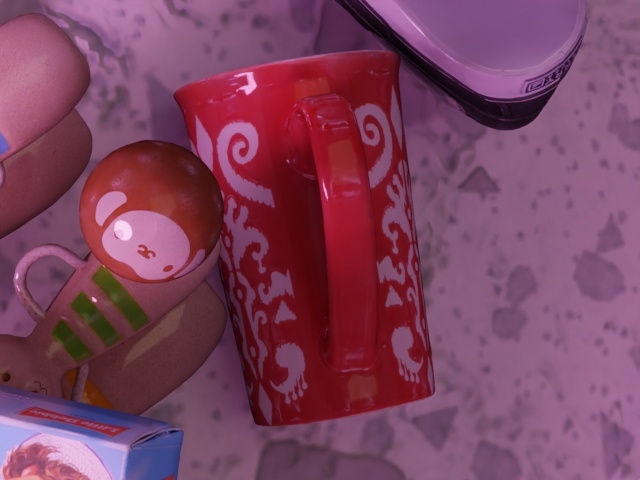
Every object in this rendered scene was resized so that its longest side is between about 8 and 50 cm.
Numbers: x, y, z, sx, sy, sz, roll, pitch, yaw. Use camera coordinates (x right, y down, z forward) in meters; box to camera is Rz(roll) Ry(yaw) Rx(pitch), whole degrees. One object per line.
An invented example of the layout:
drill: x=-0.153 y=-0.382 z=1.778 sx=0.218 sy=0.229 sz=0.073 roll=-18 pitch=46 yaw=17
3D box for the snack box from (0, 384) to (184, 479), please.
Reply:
snack box: x=-0.169 y=0.210 z=0.585 sx=0.187 sy=0.060 sz=0.322 roll=10 pitch=93 yaw=16

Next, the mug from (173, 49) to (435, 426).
mug: x=-0.009 y=0.001 z=0.753 sx=0.113 sy=0.150 sz=0.169 roll=-10 pitch=90 yaw=18

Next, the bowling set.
bowling set: x=-0.141 y=-0.002 z=0.629 sx=0.154 sy=0.200 sz=0.287 roll=-42 pitch=109 yaw=-14

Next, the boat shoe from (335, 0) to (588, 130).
boat shoe: x=0.016 y=-0.182 z=0.807 sx=0.113 sy=0.105 sz=0.306 roll=-43 pitch=78 yaw=-14
